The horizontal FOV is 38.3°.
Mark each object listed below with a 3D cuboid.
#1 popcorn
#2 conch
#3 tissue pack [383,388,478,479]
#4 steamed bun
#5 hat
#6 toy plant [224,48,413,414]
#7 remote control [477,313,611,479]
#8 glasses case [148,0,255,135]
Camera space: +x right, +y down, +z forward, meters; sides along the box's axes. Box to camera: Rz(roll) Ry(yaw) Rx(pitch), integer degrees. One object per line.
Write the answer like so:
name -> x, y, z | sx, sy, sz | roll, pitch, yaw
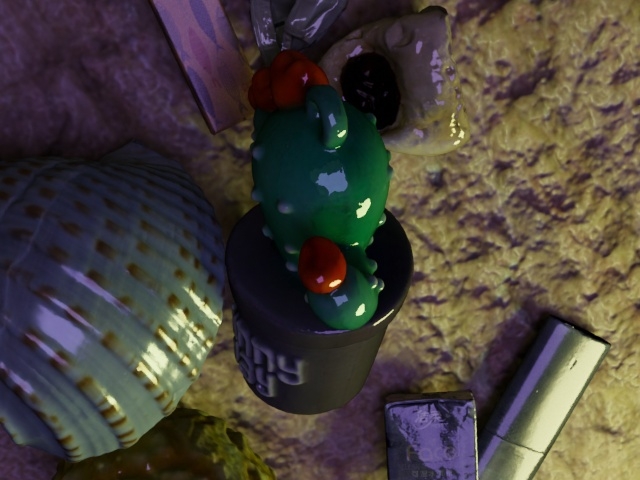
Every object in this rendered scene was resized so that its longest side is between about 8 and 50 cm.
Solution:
popcorn -> -0.169, 0.309, 0.999 | 0.282, 0.247, 0.282 | -1, 111, -3
conch -> -0.253, 0.037, 0.843 | 0.319, 0.303, 0.215 | -60, 159, -3
tissue pack -> 0.137, 0.265, 1.142 | 0.112, 0.051, 0.156 | -4, 99, 2
steamed bun -> 0.063, -0.153, 0.928 | 0.155, 0.172, 0.141 | -10, 104, 8
hat -> -0.031, -0.265, 0.901 | 0.122, 0.081, 0.166 | -19, 105, 35
toy plant -> -0.001, 0.010, 0.876 | 0.185, 0.279, 0.400 | 8, 137, 2
remote control -> 0.243, 0.276, 1.195 | 0.107, 0.044, 0.377 | 23, 100, -28
glasses case -> -0.116, -0.195, 0.913 | 0.064, 0.041, 0.170 | -27, 117, -6
